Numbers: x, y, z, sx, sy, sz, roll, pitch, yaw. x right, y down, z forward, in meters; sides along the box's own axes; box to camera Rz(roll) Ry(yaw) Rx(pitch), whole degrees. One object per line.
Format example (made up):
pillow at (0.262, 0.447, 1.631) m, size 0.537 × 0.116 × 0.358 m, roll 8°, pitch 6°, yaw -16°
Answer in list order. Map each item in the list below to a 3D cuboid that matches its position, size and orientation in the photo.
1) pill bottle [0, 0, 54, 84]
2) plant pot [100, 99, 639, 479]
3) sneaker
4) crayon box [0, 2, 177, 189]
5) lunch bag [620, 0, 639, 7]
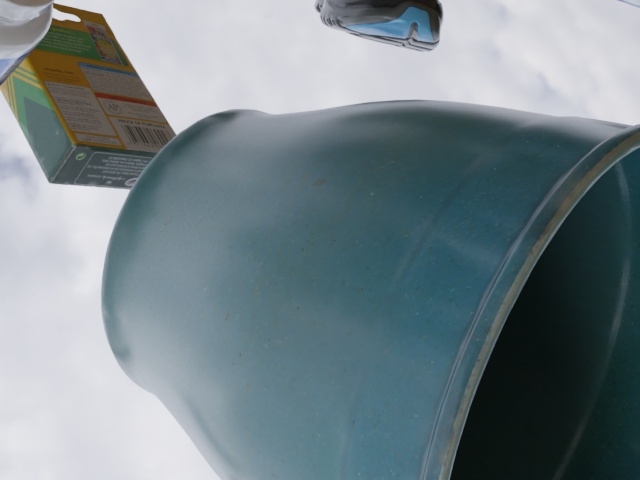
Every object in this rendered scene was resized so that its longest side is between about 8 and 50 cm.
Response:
pill bottle at (-0.347, -0.225, 1.075) m, size 0.124 × 0.221 × 0.124 m, roll 16°, pitch -117°, yaw -32°
plant pot at (0.033, 0.042, 0.572) m, size 0.272 × 0.255 × 0.271 m, roll -28°, pitch -52°, yaw -43°
sneaker at (0.066, -0.308, 1.242) m, size 0.125 × 0.139 × 0.341 m, roll 14°, pitch -164°, yaw -17°
crayon box at (-0.350, -0.214, 1.542) m, size 0.203 × 0.083 × 0.323 m, roll 3°, pitch -134°, yaw -48°
lunch bag at (0.411, -0.320, 1.276) m, size 0.129 × 0.096 × 0.151 m, roll 19°, pitch -147°, yaw -2°
